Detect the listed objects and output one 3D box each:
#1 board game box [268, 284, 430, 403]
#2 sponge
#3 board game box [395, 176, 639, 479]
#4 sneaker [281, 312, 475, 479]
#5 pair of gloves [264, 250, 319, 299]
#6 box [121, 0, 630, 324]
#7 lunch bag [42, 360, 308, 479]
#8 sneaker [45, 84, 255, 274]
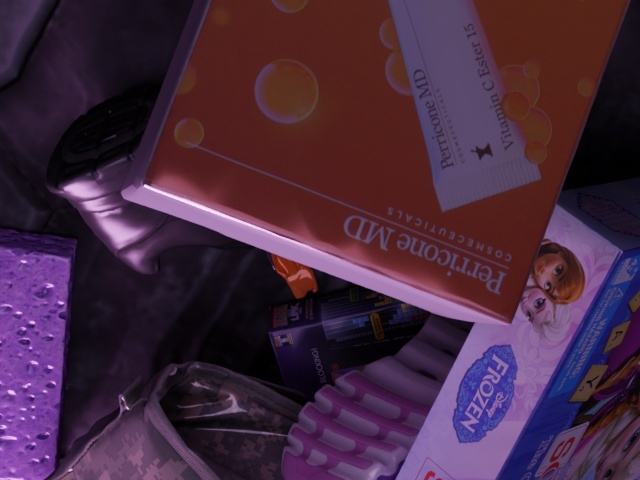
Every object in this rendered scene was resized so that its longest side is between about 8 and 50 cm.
[{"bbox_3d":[0.049,0.114,1.142,0.141,0.048,0.170,-14,116,5],"label":"board game box"},{"bbox_3d":[-0.250,0.088,1.134,0.117,0.031,0.210,8,118,-3],"label":"sponge"},{"bbox_3d":[0.183,0.101,1.010,0.066,0.318,0.318,38,119,28],"label":"board game box"},{"bbox_3d":[0.079,0.119,1.039,0.236,0.095,0.104,-39,133,-21],"label":"sneaker"},{"bbox_3d":[0.000,0.000,1.103,0.083,0.010,0.074,-22,114,7],"label":"pair of gloves"},{"bbox_3d":[0.049,-0.150,0.858,0.215,0.168,0.345,21,86,-10],"label":"box"},{"bbox_3d":[-0.069,0.230,1.105,0.287,0.169,0.235,41,128,-7],"label":"lunch bag"},{"bbox_3d":[-0.039,-0.065,1.031,0.286,0.109,0.130,-19,126,16],"label":"sneaker"}]
